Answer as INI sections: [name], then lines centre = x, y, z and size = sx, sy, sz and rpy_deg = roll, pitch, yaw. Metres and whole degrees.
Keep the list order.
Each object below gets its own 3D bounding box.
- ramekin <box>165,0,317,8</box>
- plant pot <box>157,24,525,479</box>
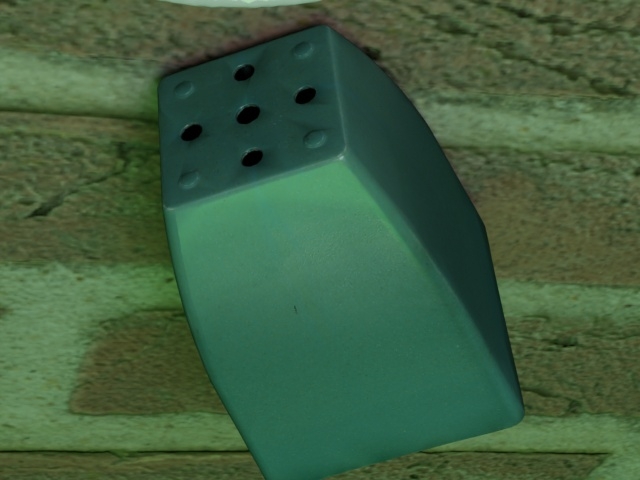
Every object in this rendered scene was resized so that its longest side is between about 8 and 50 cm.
[ramekin]
centre = -0.023, -0.231, 0.614
size = 0.277, 0.135, 0.277
rpy_deg = -6, 145, -5
[plant pot]
centre = 0.000, 0.000, 0.944
size = 0.165, 0.166, 0.234
rpy_deg = -17, 137, 11
